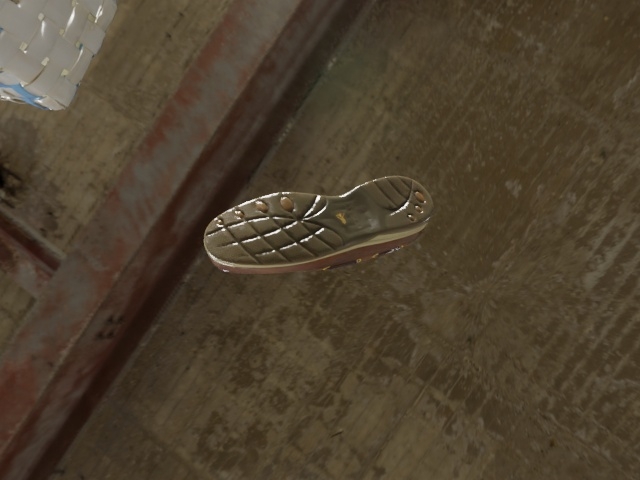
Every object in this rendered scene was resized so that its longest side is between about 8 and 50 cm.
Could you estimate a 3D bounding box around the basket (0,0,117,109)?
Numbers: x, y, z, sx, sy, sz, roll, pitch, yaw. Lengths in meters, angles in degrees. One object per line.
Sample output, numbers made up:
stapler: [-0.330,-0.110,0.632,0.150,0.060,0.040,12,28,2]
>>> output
basket: [-0.361,-0.254,0.673,0.288,0.255,0.201,21,-94,13]

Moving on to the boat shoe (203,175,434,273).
boat shoe: [0.000,0.000,0.547,0.178,0.060,0.064,-11,-124,-15]
